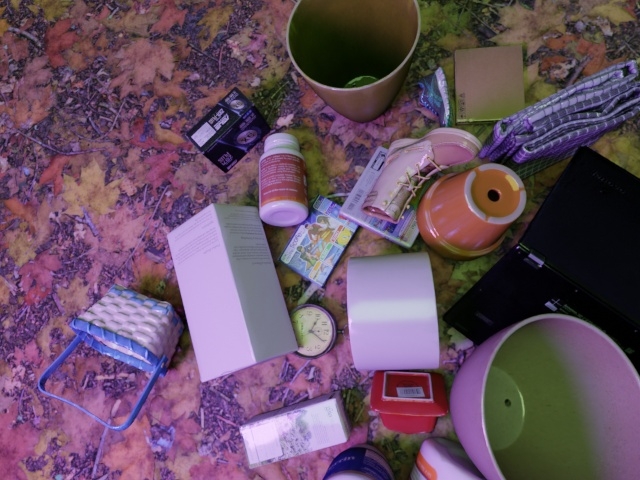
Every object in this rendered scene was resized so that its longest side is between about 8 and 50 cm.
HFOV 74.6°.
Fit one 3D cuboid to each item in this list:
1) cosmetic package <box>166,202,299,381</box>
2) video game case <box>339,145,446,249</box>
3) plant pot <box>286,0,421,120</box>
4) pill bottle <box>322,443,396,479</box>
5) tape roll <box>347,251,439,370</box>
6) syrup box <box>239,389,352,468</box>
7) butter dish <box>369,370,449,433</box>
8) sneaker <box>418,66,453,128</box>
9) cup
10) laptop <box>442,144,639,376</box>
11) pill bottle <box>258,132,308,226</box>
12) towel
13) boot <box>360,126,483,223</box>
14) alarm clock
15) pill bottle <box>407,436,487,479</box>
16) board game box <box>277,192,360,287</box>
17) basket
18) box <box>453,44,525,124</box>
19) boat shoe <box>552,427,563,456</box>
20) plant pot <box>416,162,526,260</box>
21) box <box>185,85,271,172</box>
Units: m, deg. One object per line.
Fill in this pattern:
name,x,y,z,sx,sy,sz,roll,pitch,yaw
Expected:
cosmetic package,-0.214,0.118,0.991,0.197,0.155,0.365,-25,76,32
video game case,0.180,-0.110,1.035,0.193,0.023,0.212,28,75,14
plant pot,0.090,-0.405,0.985,0.274,0.293,0.275,-2,80,11
pill bottle,0.076,0.507,0.838,0.153,0.265,0.153,-2,78,10
tape roll,0.155,0.150,0.898,0.169,0.246,0.246,-6,79,11
syrup box,-0.054,0.430,0.963,0.237,0.096,0.093,-19,79,7
butter dish,0.192,0.367,0.918,0.160,0.160,0.118,-1,103,11
sneaker,0.291,-0.350,1.065,0.076,0.065,0.166,-12,74,25
cup,0.377,0.315,0.780,0.331,0.237,0.331,4,73,-13
laptop,0.550,0.103,0.867,0.382,0.236,0.408,37,132,9
pill bottle,-0.094,-0.155,1.057,0.121,0.121,0.216,-7,68,10
towel,0.507,-0.234,0.907,0.283,0.235,0.121,-25,82,6
boot,0.208,-0.135,0.917,0.262,0.095,0.203,8,65,57
alarm clock,-0.003,0.218,1.009,0.192,0.064,0.129,-1,80,14
pill bottle,0.232,0.618,0.807,0.224,0.224,0.392,23,86,14
board game box,0.000,0.000,1.063,0.136,0.035,0.201,31,87,14
basket,-0.480,0.271,1.005,0.254,0.201,0.289,20,53,15
box,0.424,-0.391,1.058,0.164,0.021,0.201,0,80,11
boat shoe,0.451,0.522,0.852,0.103,0.113,0.302,26,79,-12
plant pot,0.334,-0.072,0.909,0.205,0.188,0.205,1,77,-4
box,-0.237,-0.284,1.103,0.180,0.147,0.077,-44,75,0
